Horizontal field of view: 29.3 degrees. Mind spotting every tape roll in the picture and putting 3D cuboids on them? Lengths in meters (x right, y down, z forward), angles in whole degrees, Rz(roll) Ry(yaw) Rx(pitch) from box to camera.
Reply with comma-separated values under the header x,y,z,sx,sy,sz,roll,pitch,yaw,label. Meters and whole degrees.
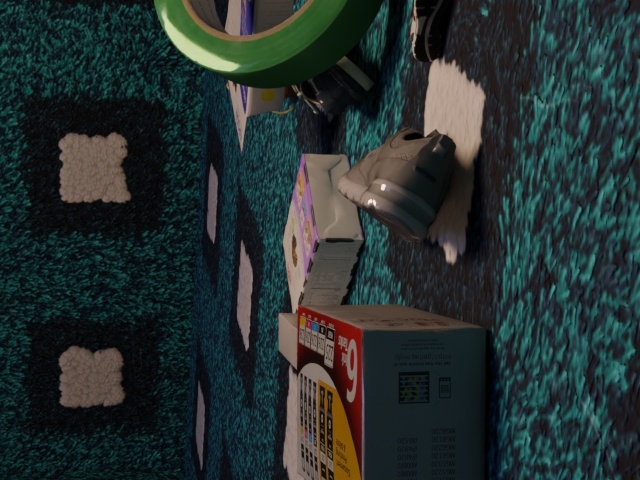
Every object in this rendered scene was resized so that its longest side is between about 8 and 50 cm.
x,y,z,sx,sy,sz,roll,pitch,yaw,label
-0.064,-0.358,1.565,0.077,0.321,0.321,21,-116,-60,tape roll

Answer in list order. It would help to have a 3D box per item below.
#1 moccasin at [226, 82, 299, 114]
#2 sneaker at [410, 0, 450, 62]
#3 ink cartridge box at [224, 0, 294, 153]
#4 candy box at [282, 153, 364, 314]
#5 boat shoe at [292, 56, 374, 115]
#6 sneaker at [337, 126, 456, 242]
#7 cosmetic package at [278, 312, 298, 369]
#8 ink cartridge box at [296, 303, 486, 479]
x,y,z,sx,sy,sz,roll,pitch,yaw,label
-0.094,-0.297,2.118,0.380,0.139,0.146,-155,74,-67,moccasin
0.114,-0.248,1.314,0.043,0.040,0.109,-102,17,-53,sneaker
-0.093,-0.340,1.829,0.303,0.072,0.307,-103,14,-47,ink cartridge box
0.000,0.000,1.764,0.196,0.070,0.164,105,161,-48,candy box
0.003,-0.221,1.690,0.079,0.095,0.254,-48,25,2,boat shoe
0.098,-0.066,1.322,0.115,0.105,0.281,-54,10,1,sneaker
0.011,0.144,1.639,0.239,0.099,0.060,-152,61,-77,cosmetic package
0.066,0.212,1.297,0.309,0.130,0.271,-177,87,-78,ink cartridge box
